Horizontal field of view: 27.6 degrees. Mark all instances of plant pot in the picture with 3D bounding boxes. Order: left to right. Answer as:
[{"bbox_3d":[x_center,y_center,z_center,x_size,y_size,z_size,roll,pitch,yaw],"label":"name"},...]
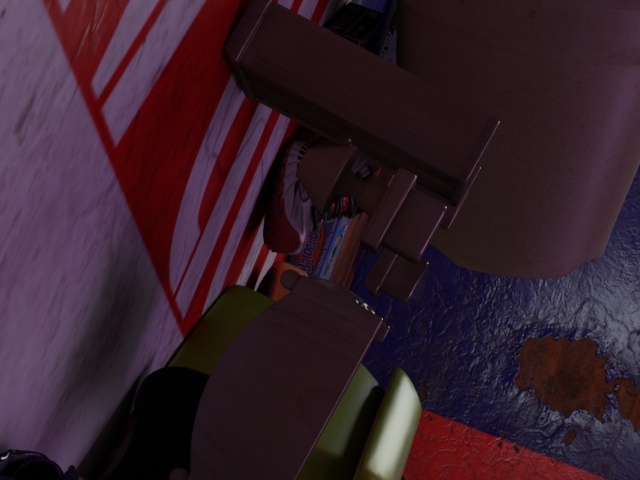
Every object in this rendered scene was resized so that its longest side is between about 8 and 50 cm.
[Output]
[{"bbox_3d":[-0.040,0.202,1.124,0.228,0.207,0.227,-55,165,-67],"label":"plant pot"},{"bbox_3d":[0.201,-0.143,1.271,0.334,0.333,0.305,-60,160,-62],"label":"plant pot"}]

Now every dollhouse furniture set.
[{"bbox_3d":[-0.047,0.047,0.857,0.355,0.174,0.303,-60,174,-4],"label":"dollhouse furniture set"}]

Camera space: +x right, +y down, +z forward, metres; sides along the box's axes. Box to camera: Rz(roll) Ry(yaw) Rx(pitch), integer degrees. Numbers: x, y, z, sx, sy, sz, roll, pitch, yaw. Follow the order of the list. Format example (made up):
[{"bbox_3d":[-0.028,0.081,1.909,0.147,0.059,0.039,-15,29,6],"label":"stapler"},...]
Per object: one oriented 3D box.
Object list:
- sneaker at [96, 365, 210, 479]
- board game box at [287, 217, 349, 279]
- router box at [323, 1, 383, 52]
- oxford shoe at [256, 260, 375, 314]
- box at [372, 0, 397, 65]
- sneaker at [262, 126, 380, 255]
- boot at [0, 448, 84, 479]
[{"bbox_3d":[-0.129,0.214,0.870,0.270,0.090,0.145,-66,172,-60],"label":"sneaker"},{"bbox_3d":[0.000,0.000,1.643,0.160,0.047,0.210,-19,128,-84],"label":"board game box"},{"bbox_3d":[0.019,-0.167,1.237,0.122,0.038,0.092,-59,169,-65],"label":"router box"},{"bbox_3d":[-0.049,0.212,1.345,0.130,0.132,0.364,-150,-100,-76],"label":"oxford shoe"},{"bbox_3d":[0.135,-0.328,1.733,0.183,0.056,0.231,-31,141,-81],"label":"box"},{"bbox_3d":[0.008,-0.058,1.247,0.225,0.092,0.088,-62,171,-52],"label":"sneaker"},{"bbox_3d":[-0.136,0.150,0.668,0.190,0.069,0.086,27,78,-84],"label":"boot"}]
